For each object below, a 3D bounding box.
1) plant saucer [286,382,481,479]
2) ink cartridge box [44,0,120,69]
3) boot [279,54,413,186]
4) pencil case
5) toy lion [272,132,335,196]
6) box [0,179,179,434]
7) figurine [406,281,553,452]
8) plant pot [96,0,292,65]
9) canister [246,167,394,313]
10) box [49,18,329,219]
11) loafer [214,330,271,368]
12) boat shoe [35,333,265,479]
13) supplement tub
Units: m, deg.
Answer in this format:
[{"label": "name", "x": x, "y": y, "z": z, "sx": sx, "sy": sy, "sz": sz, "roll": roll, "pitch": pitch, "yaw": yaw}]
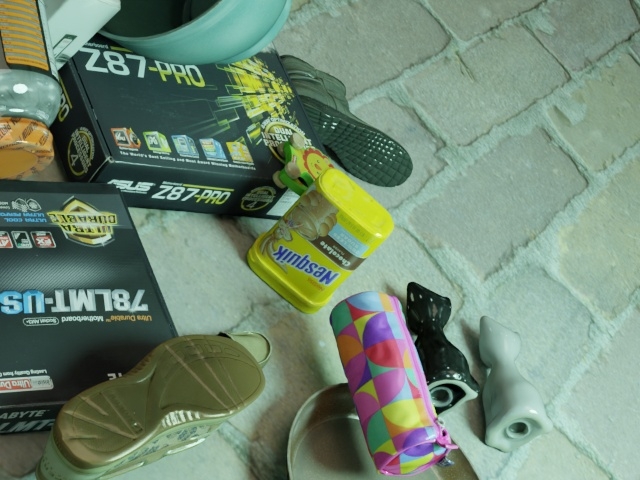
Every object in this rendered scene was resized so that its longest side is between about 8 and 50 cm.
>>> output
[{"label": "plant saucer", "x": 0.079, "y": 0.314, "z": 1.613, "sx": 0.311, "sy": 0.050, "sz": 0.310, "roll": 25, "pitch": 39, "yaw": -22}, {"label": "ink cartridge box", "x": -0.362, "y": -0.285, "z": 1.653, "sx": 0.086, "sy": 0.203, "sz": 0.148, "roll": 11, "pitch": 44, "yaw": -56}, {"label": "boot", "x": 0.037, "y": -0.193, "z": 2.062, "sx": 0.247, "sy": 0.083, "sz": 0.161, "roll": 29, "pitch": 33, "yaw": -22}, {"label": "pencil case", "x": 0.087, "y": 0.173, "z": 1.639, "sx": 0.104, "sy": 0.104, "sz": 0.236, "roll": 9, "pitch": 48, "yaw": -38}, {"label": "toy lion", "x": -0.015, "y": -0.090, "z": 1.794, "sx": 0.096, "sy": 0.034, "sz": 0.100, "roll": 37, "pitch": 35, "yaw": -24}, {"label": "box", "x": -0.310, "y": 0.067, "z": 1.475, "sx": 0.296, "sy": 0.073, "sz": 0.293, "roll": 1, "pitch": 52, "yaw": -42}, {"label": "figurine", "x": 0.211, "y": 0.166, "z": 1.863, "sx": 0.215, "sy": 0.092, "sz": 0.209, "roll": 26, "pitch": 35, "yaw": -24}, {"label": "plant pot", "x": -0.152, "y": -0.345, "z": 1.734, "sx": 0.196, "sy": 0.293, "sz": 0.293, "roll": 37, "pitch": 26, "yaw": -57}, {"label": "canister", "x": 0.000, "y": 0.000, "z": 1.749, "sx": 0.126, "sy": 0.170, "sz": 0.073, "roll": 40, "pitch": 36, "yaw": -4}, {"label": "box", "x": -0.190, "y": -0.181, "z": 1.815, "sx": 0.395, "sy": 0.097, "sz": 0.318, "roll": 5, "pitch": 48, "yaw": -42}, {"label": "loafer", "x": -0.107, "y": 0.137, "z": 1.612, "sx": 0.148, "sy": 0.050, "sz": 0.056, "roll": -15, "pitch": 65, "yaw": -50}, {"label": "boat shoe", "x": -0.176, "y": 0.177, "z": 1.402, "sx": 0.285, "sy": 0.089, "sz": 0.104, "roll": -17, "pitch": 65, "yaw": -47}, {"label": "supplement tub", "x": -0.400, "y": -0.229, "z": 1.506, "sx": 0.194, "sy": 0.194, "sz": 0.316, "roll": 0, "pitch": 72, "yaw": -44}]
